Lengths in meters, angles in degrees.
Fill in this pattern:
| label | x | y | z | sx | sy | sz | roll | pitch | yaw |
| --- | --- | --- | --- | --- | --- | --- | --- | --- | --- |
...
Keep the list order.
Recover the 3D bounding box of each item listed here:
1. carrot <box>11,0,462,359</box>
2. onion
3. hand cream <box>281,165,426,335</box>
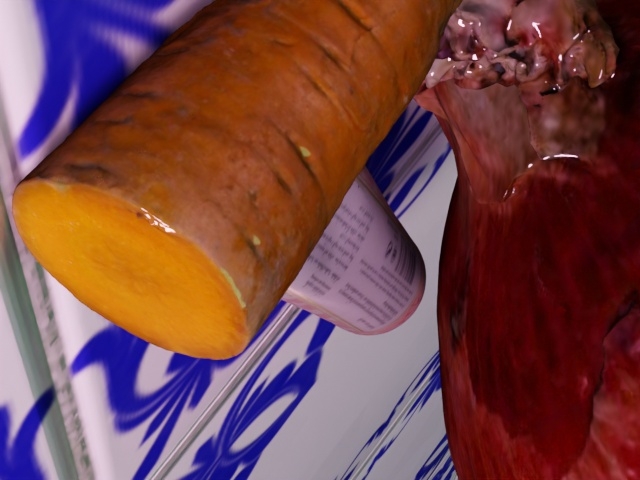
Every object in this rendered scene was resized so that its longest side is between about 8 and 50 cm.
| label | x | y | z | sx | sy | sz | roll | pitch | yaw |
| --- | --- | --- | --- | --- | --- | --- | --- | --- | --- |
| carrot | 0.011 | -0.064 | 0.430 | 0.209 | 0.061 | 0.061 | -53 | 168 | -30 |
| onion | 0.145 | -0.024 | 0.599 | 0.347 | 0.285 | 0.347 | -53 | -162 | 26 |
| hand cream | 0.000 | 0.000 | 0.590 | 0.067 | 0.043 | 0.210 | -57 | 163 | -3 |
